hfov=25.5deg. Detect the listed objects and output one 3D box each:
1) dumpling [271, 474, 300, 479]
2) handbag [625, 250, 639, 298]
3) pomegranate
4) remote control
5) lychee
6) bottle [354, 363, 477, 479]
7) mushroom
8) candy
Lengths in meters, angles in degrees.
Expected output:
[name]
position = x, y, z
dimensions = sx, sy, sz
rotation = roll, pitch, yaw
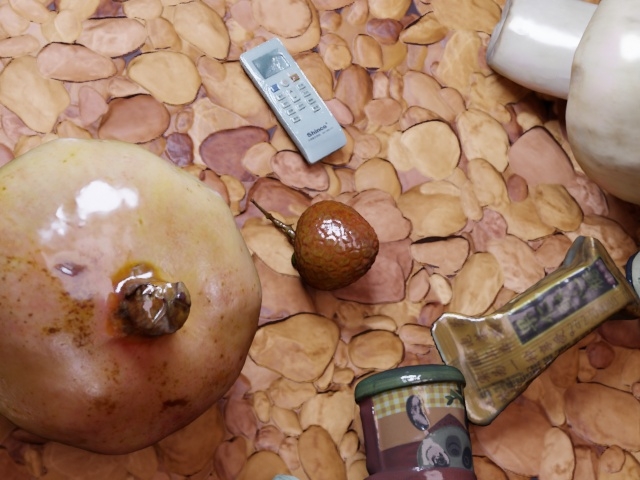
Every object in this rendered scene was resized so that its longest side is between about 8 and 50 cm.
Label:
[dumpling]
position = -0.032, 0.347, 1.536
dimensions = 0.153, 0.108, 0.219
rotation = 52, 27, -20
[handbag]
position = 0.518, 0.030, 1.773
dimensions = 0.254, 0.181, 0.181
rotation = -14, 78, -23
[pomegranate]
position = -0.220, 0.059, 1.449
dimensions = 0.338, 0.338, 0.338
rotation = 5, 72, -16
[remote control]
position = -0.035, -0.171, 1.742
dimensions = 0.061, 0.029, 0.162
rotation = -29, 79, -25
[lychee]
position = 0.006, -0.001, 1.670
dimensions = 0.101, 0.140, 0.114
rotation = -27, 122, -27
[bottle]
position = 0.123, 0.283, 1.594
dimensions = 0.156, 0.143, 0.271
rotation = -10, 73, 6
[mushroom]
position = 0.403, -0.224, 1.737
dimensions = 0.353, 0.325, 0.353
rotation = -1, 100, -8
[candy]
position = 0.258, 0.101, 1.718
dimensions = 0.271, 0.101, 0.143
rotation = -32, 91, -17
